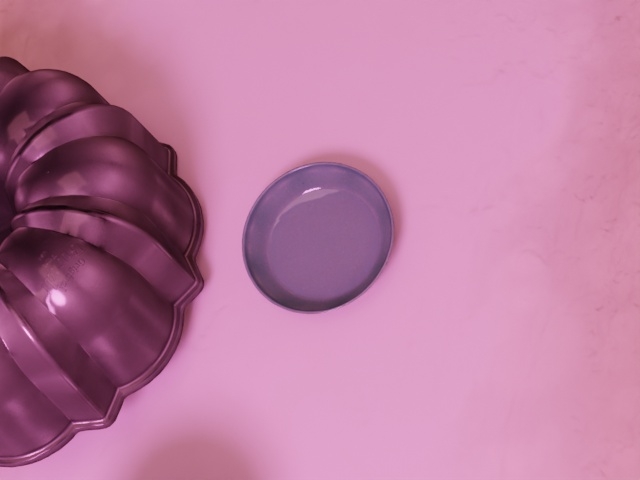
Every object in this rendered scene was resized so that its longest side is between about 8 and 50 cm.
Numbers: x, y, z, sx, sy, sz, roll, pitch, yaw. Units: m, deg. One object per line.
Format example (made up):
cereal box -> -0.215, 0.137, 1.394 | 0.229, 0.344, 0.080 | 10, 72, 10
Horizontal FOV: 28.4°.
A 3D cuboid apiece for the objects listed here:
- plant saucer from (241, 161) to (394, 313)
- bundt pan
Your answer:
plant saucer -> 0.000, 0.000, 0.952 | 0.119, 0.021, 0.119 | -6, 71, 17
bundt pan -> -0.261, -0.002, 0.953 | 0.331, 0.124, 0.331 | -5, 62, 10
